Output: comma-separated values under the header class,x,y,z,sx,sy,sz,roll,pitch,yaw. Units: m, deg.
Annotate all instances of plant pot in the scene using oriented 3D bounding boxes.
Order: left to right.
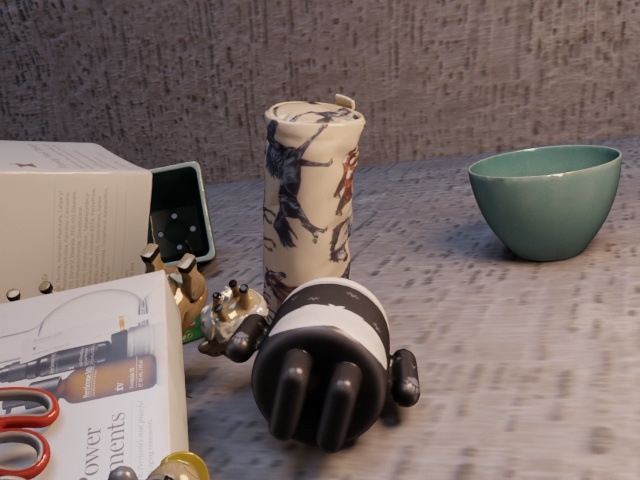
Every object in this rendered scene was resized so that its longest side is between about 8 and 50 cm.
class,x,y,z,sx,sy,sz,roll,pitch,yaw
plant pot,-0.399,-0.038,1.672,0.247,0.247,0.252,-11,-7,-3
plant pot,0.460,-0.070,1.314,0.290,0.195,0.290,-9,16,3

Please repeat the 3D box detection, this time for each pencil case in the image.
class,x,y,z,sx,sy,sz,roll,pitch,yaw
pencil case,-0.011,-0.033,1.083,0.160,0.410,0.183,13,21,31

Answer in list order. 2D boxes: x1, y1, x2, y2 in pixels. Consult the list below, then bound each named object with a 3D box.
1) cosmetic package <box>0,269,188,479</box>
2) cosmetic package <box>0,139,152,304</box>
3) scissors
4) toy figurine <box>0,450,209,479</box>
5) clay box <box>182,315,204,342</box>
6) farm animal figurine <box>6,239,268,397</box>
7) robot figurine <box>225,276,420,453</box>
class,x,y,z,sx,sy,sz,roll,pitch,yaw
cosmetic package,-0.299,0.212,0.719,0.285,0.097,0.377,-14,40,-5
cosmetic package,-0.610,-0.024,1.347,0.394,0.327,0.329,-4,20,-40
scissors,-0.396,0.187,0.586,0.297,0.021,0.109,2,40,-28
toy figurine,-0.174,0.275,0.478,0.210,0.213,0.148,-9,-1,-8
clay box,-0.317,0.153,1.274,0.127,0.053,0.222,-17,18,-25
farm animal figurine,-0.291,0.146,0.990,0.330,0.172,0.327,28,55,27
robot figurine,0.006,0.158,0.849,0.174,0.209,0.278,-37,10,16
